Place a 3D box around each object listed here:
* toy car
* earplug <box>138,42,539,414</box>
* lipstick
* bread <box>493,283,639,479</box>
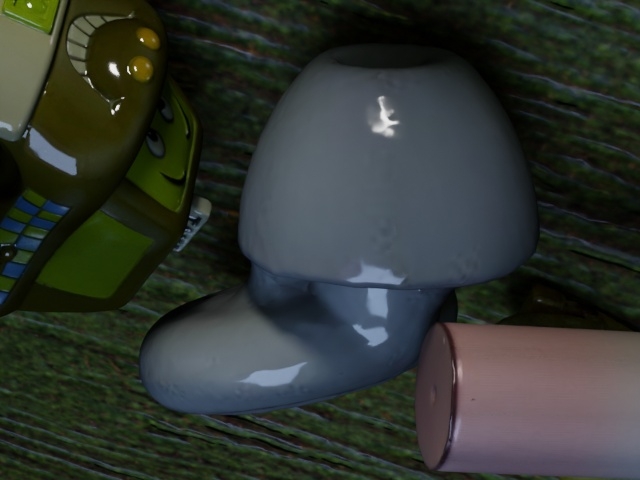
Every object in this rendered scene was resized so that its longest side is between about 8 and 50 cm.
[{"bbox_3d":[-0.161,-0.050,1.069,0.198,0.204,0.248,22,138,-18],"label":"toy car"},{"bbox_3d":[0.007,0.010,1.093,0.175,0.214,0.325,57,137,16],"label":"earplug"},{"bbox_3d":[0.224,0.099,1.020,0.327,0.087,0.087,4,138,-11],"label":"lipstick"},{"bbox_3d":[0.177,0.103,1.170,0.156,0.117,0.064,31,136,-15],"label":"bread"}]
